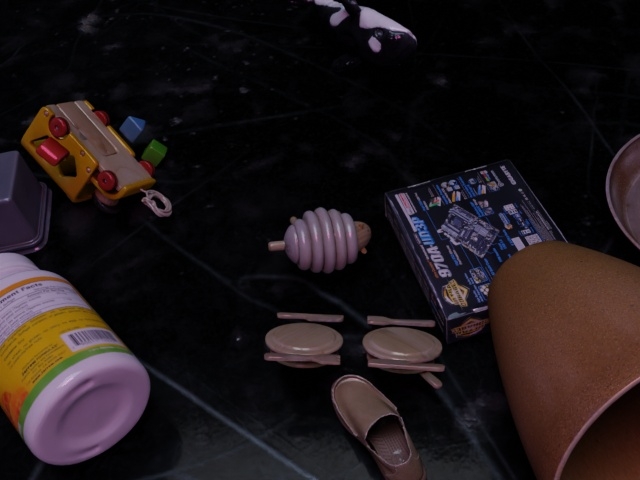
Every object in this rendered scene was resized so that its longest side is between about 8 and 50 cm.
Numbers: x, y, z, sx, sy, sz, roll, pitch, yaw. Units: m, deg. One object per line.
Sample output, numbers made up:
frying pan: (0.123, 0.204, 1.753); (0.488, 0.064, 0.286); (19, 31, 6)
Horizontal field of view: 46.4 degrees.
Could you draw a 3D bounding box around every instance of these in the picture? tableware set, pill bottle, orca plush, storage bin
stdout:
tableware set: (0.036, 0.124, 0.826); (0.194, 0.039, 0.128); (3, 17, 3)
pill bottle: (-0.309, 0.118, 0.831); (0.136, 0.136, 0.246); (-36, 52, -22)
orca plush: (0.035, -0.331, 1.214); (0.287, 0.151, 0.102); (40, 95, 32)
storage bin: (-0.442, -0.055, 1.041); (0.098, 0.091, 0.135); (-12, 47, -2)

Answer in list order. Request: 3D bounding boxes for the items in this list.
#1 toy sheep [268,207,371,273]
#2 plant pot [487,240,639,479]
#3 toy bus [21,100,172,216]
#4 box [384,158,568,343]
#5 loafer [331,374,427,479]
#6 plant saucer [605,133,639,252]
toy sheep: (0.000, 0.000, 0.928); (0.132, 0.091, 0.091); (-12, 47, -9)
plant pot: (0.265, 0.113, 0.710); (0.237, 0.237, 0.254); (-17, 34, -7)
toy bus: (-0.322, -0.100, 1.053); (0.104, 0.191, 0.202); (-45, 39, 28)
box: (0.196, 0.005, 0.914); (0.175, 0.051, 0.220); (-16, 48, -6)
loafer: (0.060, 0.188, 0.768); (0.056, 0.050, 0.148); (-29, 50, -17)
plant saucer: (0.507, -0.037, 0.907); (0.311, 0.050, 0.310); (-4, 48, 5)
